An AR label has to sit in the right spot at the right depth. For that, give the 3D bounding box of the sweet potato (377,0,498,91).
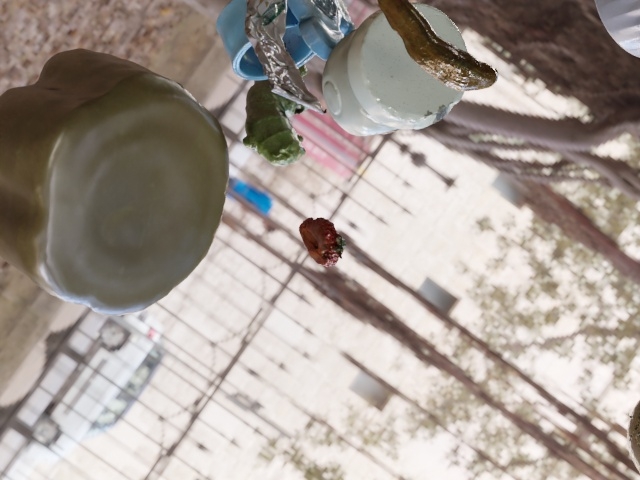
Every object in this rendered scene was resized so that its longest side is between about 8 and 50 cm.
[{"bbox_3d":[0.135,-0.238,1.298,0.054,0.182,0.053,-48,-175,41],"label":"sweet potato"}]

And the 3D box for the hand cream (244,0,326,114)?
[{"bbox_3d":[-0.054,-0.248,1.300,0.050,0.084,0.257,-40,-136,28],"label":"hand cream"}]

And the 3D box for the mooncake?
[{"bbox_3d":[-0.397,-0.106,1.928,0.467,0.262,0.467,-27,127,-42],"label":"mooncake"}]

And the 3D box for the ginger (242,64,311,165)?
[{"bbox_3d":[-0.080,-0.259,2.070,0.290,0.137,0.089,-80,-164,-44],"label":"ginger"}]

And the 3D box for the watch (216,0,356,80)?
[{"bbox_3d":[-0.067,-0.355,1.776,0.193,0.211,0.211,-31,-167,25],"label":"watch"}]

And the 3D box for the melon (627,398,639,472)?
[{"bbox_3d":[0.662,0.345,1.768,0.223,0.316,0.223,-164,-90,-76],"label":"melon"}]

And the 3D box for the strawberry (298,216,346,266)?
[{"bbox_3d":[-0.003,0.001,2.357,0.048,0.152,0.104,-10,121,-42],"label":"strawberry"}]

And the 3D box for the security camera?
[{"bbox_3d":[0.101,-0.257,1.649,0.195,0.194,0.236,-55,-163,-15],"label":"security camera"}]

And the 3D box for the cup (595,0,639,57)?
[{"bbox_3d":[0.583,-0.402,1.471,0.371,0.253,0.253,-12,-142,56],"label":"cup"}]
